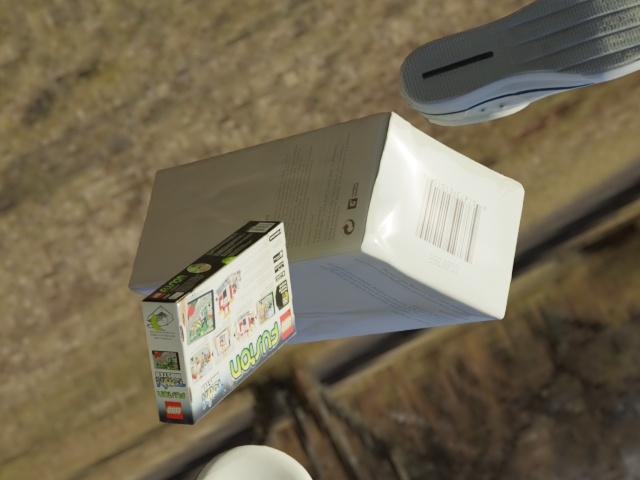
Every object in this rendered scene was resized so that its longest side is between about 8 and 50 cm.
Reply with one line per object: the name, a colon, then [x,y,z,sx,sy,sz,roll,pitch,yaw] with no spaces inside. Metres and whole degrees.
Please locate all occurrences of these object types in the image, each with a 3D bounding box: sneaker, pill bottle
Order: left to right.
pill bottle: [-0.084,0.295,1.809,0.130,0.130,0.246,-23,166,-19]
sneaker: [0.201,-0.171,1.675,0.258,0.094,0.091,-11,167,10]

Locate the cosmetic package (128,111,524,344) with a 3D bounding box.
cosmetic package: [0.000,0.000,1.911,0.217,0.156,0.385,26,158,-38]

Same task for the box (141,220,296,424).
box: [-0.086,0.068,1.595,0.036,0.114,0.207,3,-160,25]
